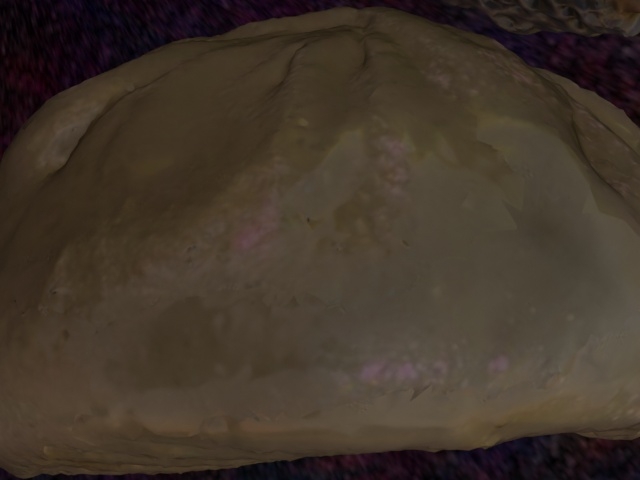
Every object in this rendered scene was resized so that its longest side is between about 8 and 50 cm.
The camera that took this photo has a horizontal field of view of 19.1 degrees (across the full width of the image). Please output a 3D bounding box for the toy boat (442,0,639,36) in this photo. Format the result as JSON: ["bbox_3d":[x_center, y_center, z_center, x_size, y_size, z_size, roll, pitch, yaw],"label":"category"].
[{"bbox_3d":[-0.069,-0.166,0.740,0.445,0.162,0.136,13,129,18],"label":"toy boat"}]

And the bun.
[{"bbox_3d":[0.000,0.000,0.559,0.231,0.231,0.133,-5,85,-9],"label":"bun"}]
